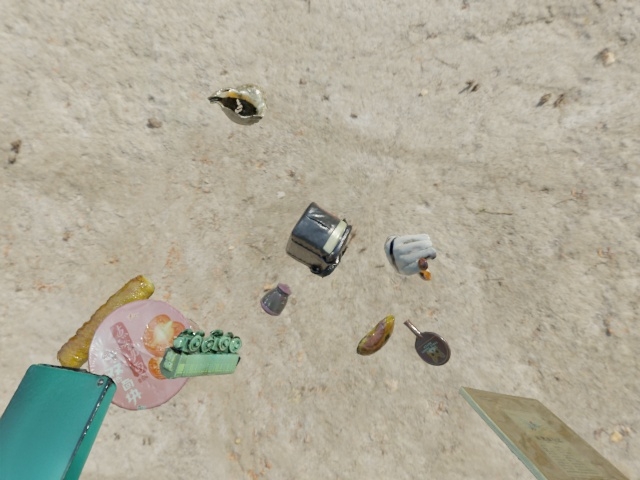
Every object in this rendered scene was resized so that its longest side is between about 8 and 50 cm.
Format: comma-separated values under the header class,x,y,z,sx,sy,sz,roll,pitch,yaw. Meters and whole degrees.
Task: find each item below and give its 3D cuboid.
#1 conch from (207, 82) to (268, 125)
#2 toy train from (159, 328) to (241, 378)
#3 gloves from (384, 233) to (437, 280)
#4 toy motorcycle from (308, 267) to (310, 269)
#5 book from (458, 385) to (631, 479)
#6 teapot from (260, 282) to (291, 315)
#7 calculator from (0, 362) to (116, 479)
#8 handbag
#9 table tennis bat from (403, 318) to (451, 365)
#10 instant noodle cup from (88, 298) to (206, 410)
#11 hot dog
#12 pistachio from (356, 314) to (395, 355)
class,x,y,z,sx,sy,sz,roll,pitch,yaw
conch,-0.243,-0.425,1.297,0.155,0.207,0.130,35,116,40
toy train,-0.173,0.172,0.637,0.038,0.147,0.071,19,86,31
gloves,0.271,0.049,1.302,0.131,0.219,0.140,-4,103,-2
toy motorcycle,-0.015,0.005,1.903,0.125,0.331,0.197,-6,69,-22
book,0.418,0.374,0.745,0.216,0.310,0.021,15,102,-19
teapot,-0.190,0.268,1.933,0.116,0.148,0.146,45,102,30
calculator,-0.531,0.370,0.816,0.273,0.058,0.249,-4,56,24
handbag,0.000,0.000,1.359,0.181,0.254,0.181,32,66,0
table tennis bat,0.344,0.293,1.306,0.170,0.119,0.108,46,124,11
instant noodle cup,-0.400,0.279,1.040,0.242,0.231,0.243,0,76,-1
hot dog,-0.544,0.203,1.060,0.083,0.068,0.289,32,73,33
pistachio,0.192,0.321,1.367,0.173,0.089,0.049,-45,50,0
